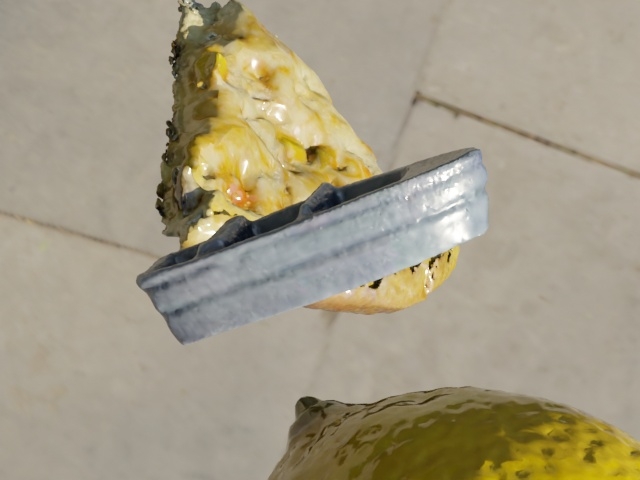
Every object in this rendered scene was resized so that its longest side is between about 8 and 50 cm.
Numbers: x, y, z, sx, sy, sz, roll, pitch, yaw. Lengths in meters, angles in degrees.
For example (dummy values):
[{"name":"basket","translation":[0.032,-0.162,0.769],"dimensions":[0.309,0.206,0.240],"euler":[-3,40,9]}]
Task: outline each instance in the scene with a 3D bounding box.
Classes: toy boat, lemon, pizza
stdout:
[{"name":"toy boat","translation":[0.000,0.000,1.387],"dimensions":[0.283,0.127,0.078],"euler":[-19,95,15]},{"name":"lemon","translation":[0.078,0.183,0.802],"dimensions":[0.228,0.253,0.228],"euler":[-24,124,-41]},{"name":"pizza","translation":[0.001,-0.049,1.862],"dimensions":[0.392,0.435,0.080],"euler":[36,123,-26]}]
